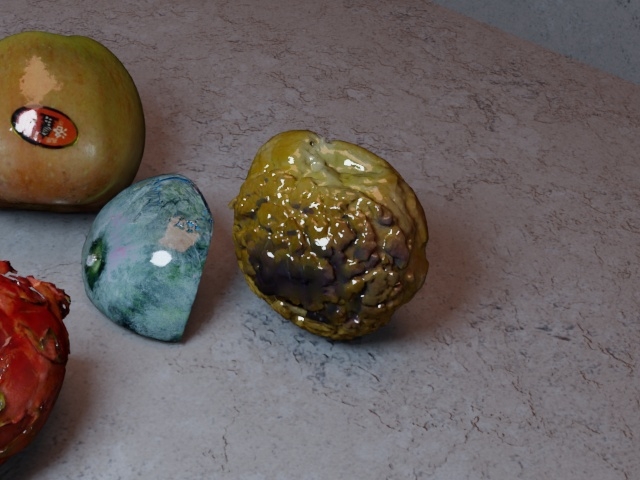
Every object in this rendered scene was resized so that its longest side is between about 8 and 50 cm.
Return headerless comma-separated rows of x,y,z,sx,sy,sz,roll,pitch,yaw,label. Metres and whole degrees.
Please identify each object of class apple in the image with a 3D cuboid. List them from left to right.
-0.460,-0.204,1.717,0.338,0.305,0.338,3,-2,0,apple

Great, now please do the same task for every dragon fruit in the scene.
-0.474,0.159,1.319,0.295,0.296,0.302,15,42,5,dragon fruit

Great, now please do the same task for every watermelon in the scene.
-0.291,-0.003,1.637,0.175,0.188,0.322,-4,36,-30,watermelon

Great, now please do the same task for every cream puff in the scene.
0.000,0.000,1.598,0.343,0.327,0.231,54,46,-11,cream puff
